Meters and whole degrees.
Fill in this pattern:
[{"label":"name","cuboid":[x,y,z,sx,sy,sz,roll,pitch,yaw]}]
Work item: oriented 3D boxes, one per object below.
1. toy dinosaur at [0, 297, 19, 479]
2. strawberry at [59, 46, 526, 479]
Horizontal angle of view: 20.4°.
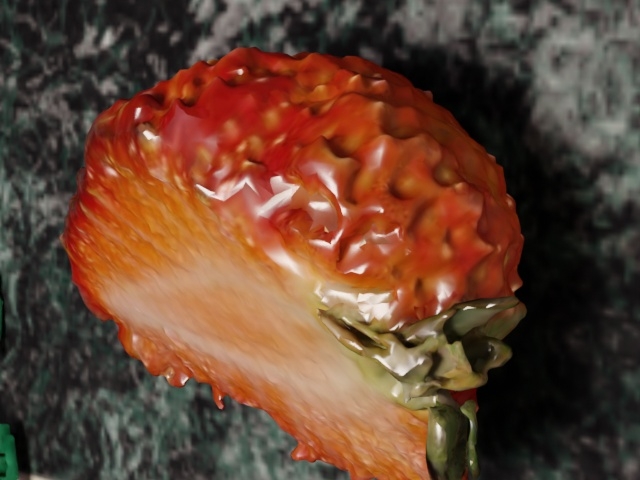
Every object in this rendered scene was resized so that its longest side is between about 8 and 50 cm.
[{"label":"toy dinosaur","cuboid":[-0.217,0.045,0.853,0.153,0.094,0.259,-5,82,41]},{"label":"strawberry","cuboid":[-0.002,-0.005,0.628,0.236,0.107,0.175,31,151,40]}]
